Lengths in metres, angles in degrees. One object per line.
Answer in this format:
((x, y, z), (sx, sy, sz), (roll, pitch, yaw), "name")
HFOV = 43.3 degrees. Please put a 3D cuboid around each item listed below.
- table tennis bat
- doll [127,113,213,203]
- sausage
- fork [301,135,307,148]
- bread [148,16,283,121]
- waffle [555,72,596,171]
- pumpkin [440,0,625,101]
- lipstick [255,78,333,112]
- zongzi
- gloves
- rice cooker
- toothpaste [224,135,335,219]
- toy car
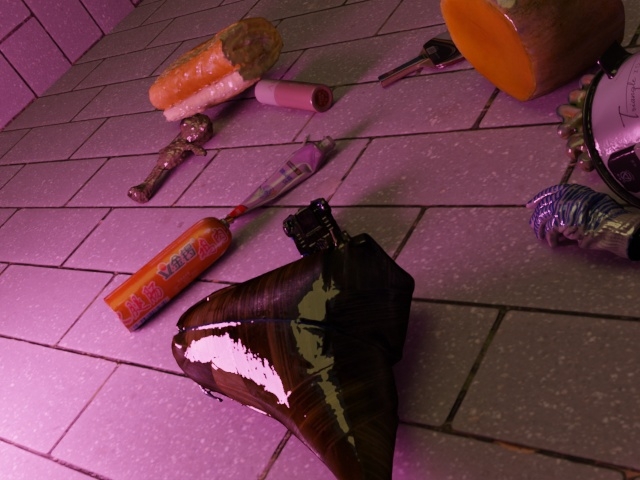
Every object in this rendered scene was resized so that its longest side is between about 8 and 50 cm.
((0.275, -0.438, 1.887), (0.301, 0.022, 0.173), (-24, 33, 9), "table tennis bat")
((-0.395, -0.222, 2.125), (0.286, 0.091, 0.202), (-42, 21, 4), "doll")
((-0.297, 0.054, 1.660), (0.312, 0.093, 0.093), (-41, 33, -12), "sausage")
((-0.041, -0.211, 1.868), (0.016, 0.012, 0.115), (-15, 32, 19), "fork")
((-0.292, -0.475, 2.252), (0.375, 0.165, 0.236), (-16, 27, 43), "bread")
((0.550, -0.225, 1.339), (0.309, 0.056, 0.291), (-16, 36, 23), "waffle")
((0.380, -0.414, 1.513), (0.199, 0.332, 0.332), (-46, 34, -7), "pumpkin")
((-0.071, -0.369, 2.042), (0.070, 0.070, 0.254), (-46, 35, -19), "lipstick")
((-0.064, 0.232, 1.162), (0.403, 0.208, 0.432), (-21, 46, 27), "zongzi")
((0.394, -0.033, 1.200), (0.119, 0.097, 0.229), (-15, 17, -30), "gloves")
((0.497, -0.166, 1.105), (0.241, 0.280, 0.227), (-47, 7, -21), "rice cooker")
((-0.092, -0.130, 1.772), (0.301, 0.048, 0.075), (-38, 37, -4), "toothpaste")
((0.000, 0.000, 1.506), (0.103, 0.063, 0.216), (-32, 38, 2), "toy car")
